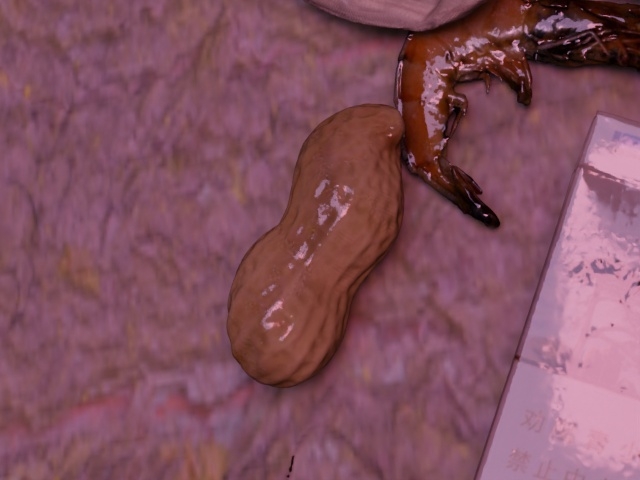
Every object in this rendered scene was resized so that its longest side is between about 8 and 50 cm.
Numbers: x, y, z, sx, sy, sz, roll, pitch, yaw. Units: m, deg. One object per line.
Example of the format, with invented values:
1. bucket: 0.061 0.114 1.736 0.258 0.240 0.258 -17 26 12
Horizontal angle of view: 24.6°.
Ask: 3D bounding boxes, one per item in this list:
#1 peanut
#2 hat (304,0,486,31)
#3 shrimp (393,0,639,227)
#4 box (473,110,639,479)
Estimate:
1. peanut: 0.000 0.000 0.891 0.082 0.082 0.187 26 87 22
2. hat: 0.074 -0.261 0.906 0.164 0.219 0.226 29 57 -4
3. shrimp: 0.134 -0.079 0.885 0.195 0.035 0.148 7 78 24
4. box: 0.186 0.061 0.808 0.149 0.067 0.233 18 85 9
